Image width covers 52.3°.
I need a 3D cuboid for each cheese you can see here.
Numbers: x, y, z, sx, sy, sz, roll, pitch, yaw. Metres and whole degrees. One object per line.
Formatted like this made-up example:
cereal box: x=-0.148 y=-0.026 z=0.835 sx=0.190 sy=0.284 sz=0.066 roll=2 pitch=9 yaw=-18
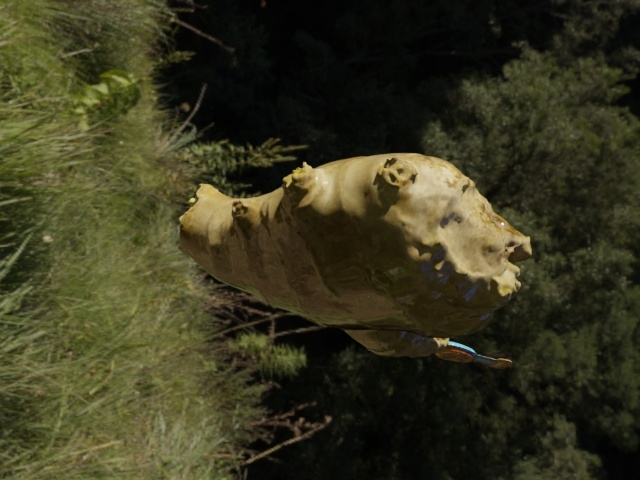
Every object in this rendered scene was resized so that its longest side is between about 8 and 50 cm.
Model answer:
cheese: x=0.194 y=0.151 z=0.852 sx=0.047 sy=0.111 sz=0.017 roll=116 pitch=-14 yaw=-64

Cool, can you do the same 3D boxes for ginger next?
ginger: x=0.020 y=0.008 z=0.622 sx=0.236 sy=0.375 sz=0.166 roll=21 pitch=87 yaw=-28
